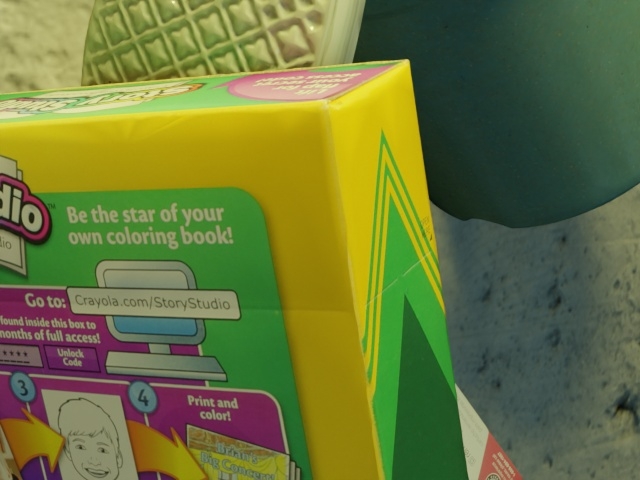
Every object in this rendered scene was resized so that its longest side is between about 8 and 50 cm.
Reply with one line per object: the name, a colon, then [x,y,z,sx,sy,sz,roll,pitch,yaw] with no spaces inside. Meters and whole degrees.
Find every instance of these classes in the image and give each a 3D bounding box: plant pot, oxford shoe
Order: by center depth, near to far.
oxford shoe: [-0.064,-0.058,0.736,0.130,0.169,0.449,-31,150,-44]
plant pot: [0.119,-0.207,0.850,0.341,0.341,0.334,-53,133,-20]

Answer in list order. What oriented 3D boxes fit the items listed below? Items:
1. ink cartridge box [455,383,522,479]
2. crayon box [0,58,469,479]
ink cartridge box: [0.059,0.237,0.999,0.218,0.092,0.158,-49,123,-20]
crayon box: [-0.106,0.070,0.663,0.106,0.363,0.313,-33,118,-56]
